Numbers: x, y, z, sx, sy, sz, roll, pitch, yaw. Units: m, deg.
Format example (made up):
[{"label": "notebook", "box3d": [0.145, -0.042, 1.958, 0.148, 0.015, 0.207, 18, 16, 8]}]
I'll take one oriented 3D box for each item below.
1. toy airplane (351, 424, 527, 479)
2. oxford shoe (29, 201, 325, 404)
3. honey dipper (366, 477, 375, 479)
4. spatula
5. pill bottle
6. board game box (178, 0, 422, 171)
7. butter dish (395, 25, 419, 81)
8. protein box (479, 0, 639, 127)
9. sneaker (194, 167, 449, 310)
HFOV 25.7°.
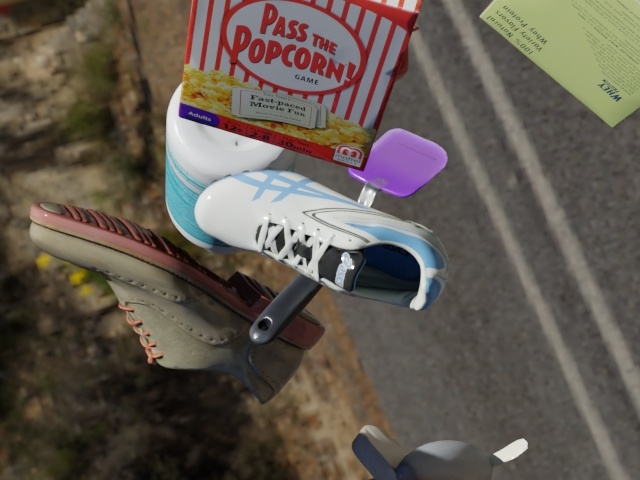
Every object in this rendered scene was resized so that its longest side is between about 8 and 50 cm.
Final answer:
[{"label": "toy airplane", "box3d": [0.203, 0.330, 1.292, 0.386, 0.272, 0.384, 48, 174, -8]}, {"label": "oxford shoe", "box3d": [-0.165, 0.072, 1.487, 0.130, 0.348, 0.123, -60, 19, 5]}, {"label": "honey dipper", "box3d": [0.038, 0.294, 1.662, 0.030, 0.160, 0.030, 44, -147, -39]}, {"label": "spatula", "box3d": [0.024, -0.006, 1.404, 0.084, 0.296, 0.030, 25, 155, 29]}, {"label": "pill bottle", "box3d": [-0.104, -0.078, 1.594, 0.264, 0.146, 0.146, 106, 144, -64]}, {"label": "board game box", "box3d": [-0.017, -0.134, 0.968, 0.193, 0.146, 0.045, 107, 179, -60]}, {"label": "butter dish", "box3d": [0.074, -0.265, 2.148, 0.160, 0.160, 0.118, -135, 33, -82]}, {"label": "protein box", "box3d": [0.314, -0.260, 1.485, 0.200, 0.136, 0.201, 39, 158, -2]}, {"label": "sneaker", "box3d": [0.000, 0.000, 1.247, 0.086, 0.237, 0.085, -68, -6, -64]}]
